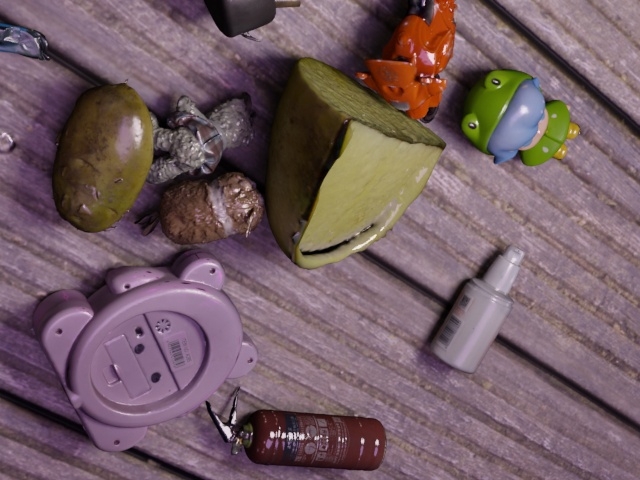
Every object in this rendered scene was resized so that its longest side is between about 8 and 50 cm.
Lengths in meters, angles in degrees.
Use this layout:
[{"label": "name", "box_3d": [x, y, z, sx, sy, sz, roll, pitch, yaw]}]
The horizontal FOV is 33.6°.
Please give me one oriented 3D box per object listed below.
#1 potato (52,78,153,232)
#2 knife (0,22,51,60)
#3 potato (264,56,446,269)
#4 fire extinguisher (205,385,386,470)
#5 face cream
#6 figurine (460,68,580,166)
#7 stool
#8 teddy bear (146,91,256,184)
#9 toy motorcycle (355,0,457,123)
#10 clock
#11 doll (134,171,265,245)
[{"label": "potato", "box_3d": [-0.330, -0.128, 1.617, 0.149, 0.113, 0.251, 24, 105, 14]}, {"label": "knife", "box_3d": [-0.532, -0.309, 1.522, 0.297, 0.026, 0.044, 9, 119, -25]}, {"label": "potato", "box_3d": [0.001, -0.119, 1.724, 0.330, 0.213, 0.280, 4, 123, -55]}, {"label": "fire extinguisher", "box_3d": [-0.051, 0.347, 1.949, 0.344, 0.102, 0.138, 10, 75, -24]}, {"label": "face cream", "box_3d": [0.307, 0.121, 1.987, 0.101, 0.101, 0.251, 24, 100, -28]}, {"label": "figurine", "box_3d": [0.351, -0.207, 1.856, 0.263, 0.143, 0.162, 15, 112, -44]}, {"label": "stool", "box_3d": [-0.117, -0.414, 1.567, 0.139, 0.153, 0.228, -24, 118, -11]}, {"label": "teddy bear", "box_3d": [-0.189, -0.164, 1.668, 0.213, 0.111, 0.133, -20, 121, -11]}, {"label": "toy motorcycle", "box_3d": [0.154, -0.346, 1.691, 0.221, 0.148, 0.325, -17, 113, -58]}, {"label": "clock", "box_3d": [-0.284, 0.176, 1.772, 0.322, 0.113, 0.295, -26, 118, -12]}, {"label": "doll", "box_3d": [-0.197, -0.049, 1.686, 0.221, 0.115, 0.105, -4, 128, 13]}]
